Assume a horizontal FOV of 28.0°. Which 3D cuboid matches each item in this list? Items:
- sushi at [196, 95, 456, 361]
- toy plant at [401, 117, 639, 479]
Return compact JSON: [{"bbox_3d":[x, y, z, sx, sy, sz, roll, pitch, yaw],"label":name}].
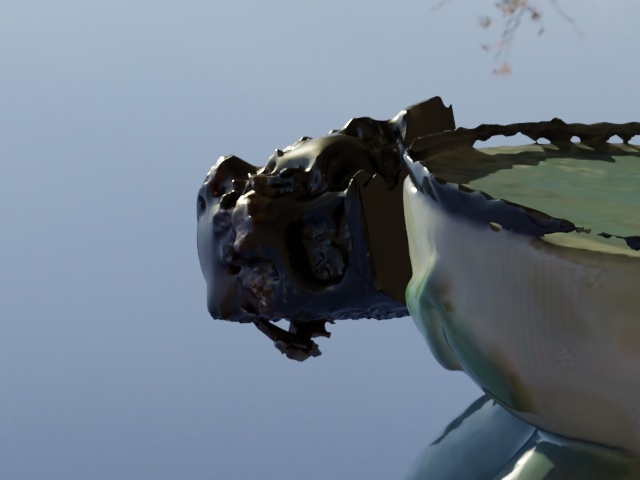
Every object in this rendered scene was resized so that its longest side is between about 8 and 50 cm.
[{"bbox_3d":[0.000,0.000,0.842,0.172,0.151,0.153,-33,-66,-61],"label":"sushi"},{"bbox_3d":[0.142,0.119,0.634,0.247,0.332,0.247,3,-165,-1],"label":"toy plant"}]
